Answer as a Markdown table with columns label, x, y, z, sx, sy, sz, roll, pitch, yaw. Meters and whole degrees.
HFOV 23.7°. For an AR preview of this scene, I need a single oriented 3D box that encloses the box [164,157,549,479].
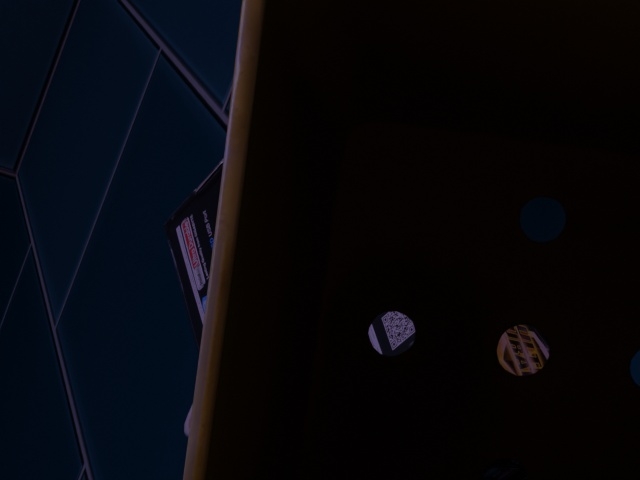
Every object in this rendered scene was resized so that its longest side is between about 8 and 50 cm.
| label | x | y | z | sx | sy | sz | roll | pitch | yaw |
| --- | --- | --- | --- | --- | --- | --- | --- | --- | --- |
| box | 0.014 | 0.036 | 0.694 | 0.175 | 0.051 | 0.220 | -45 | 51 | 38 |

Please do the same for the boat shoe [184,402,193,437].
| label | x | y | z | sx | sy | sz | roll | pitch | yaw |
| --- | --- | --- | --- | --- | --- | --- | --- | --- | --- |
| boat shoe | 0.000 | 0.000 | 0.833 | 0.267 | 0.088 | 0.096 | -67 | 20 | 13 |

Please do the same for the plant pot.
| label | x | y | z | sx | sy | sz | roll | pitch | yaw |
| --- | --- | --- | --- | --- | --- | --- | --- | --- | --- |
| plant pot | 0.071 | 0.043 | 0.417 | 0.187 | 0.212 | 0.212 | -134 | 52 | -85 |
